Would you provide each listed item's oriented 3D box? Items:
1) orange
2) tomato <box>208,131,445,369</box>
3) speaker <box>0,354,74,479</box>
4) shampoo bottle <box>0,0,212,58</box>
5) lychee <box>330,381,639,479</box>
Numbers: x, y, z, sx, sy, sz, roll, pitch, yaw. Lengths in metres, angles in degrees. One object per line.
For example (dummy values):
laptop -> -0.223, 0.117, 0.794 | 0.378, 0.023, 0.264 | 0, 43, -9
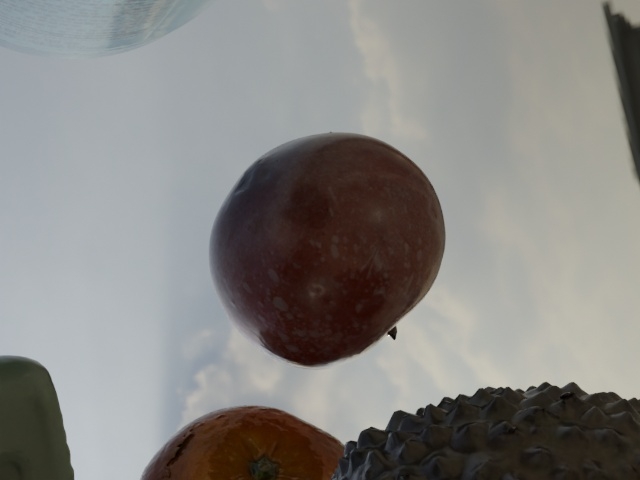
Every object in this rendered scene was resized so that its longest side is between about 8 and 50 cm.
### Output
orange -> -0.075, 0.325, 1.333 | 0.284, 0.284, 0.226 | -79, 4, -49
tomato -> 0.000, 0.000, 1.288 | 0.227, 0.270, 0.270 | 44, -146, -25
speaker -> -0.257, 0.281, 0.786 | 0.184, 0.183, 0.406 | -8, -97, -38
shampoo bottle -> -0.166, -0.309, 0.813 | 0.343, 0.331, 0.331 | -175, 67, -74
lychee -> 0.194, 0.299, 0.984 | 0.432, 0.380, 0.380 | 26, -140, -14
